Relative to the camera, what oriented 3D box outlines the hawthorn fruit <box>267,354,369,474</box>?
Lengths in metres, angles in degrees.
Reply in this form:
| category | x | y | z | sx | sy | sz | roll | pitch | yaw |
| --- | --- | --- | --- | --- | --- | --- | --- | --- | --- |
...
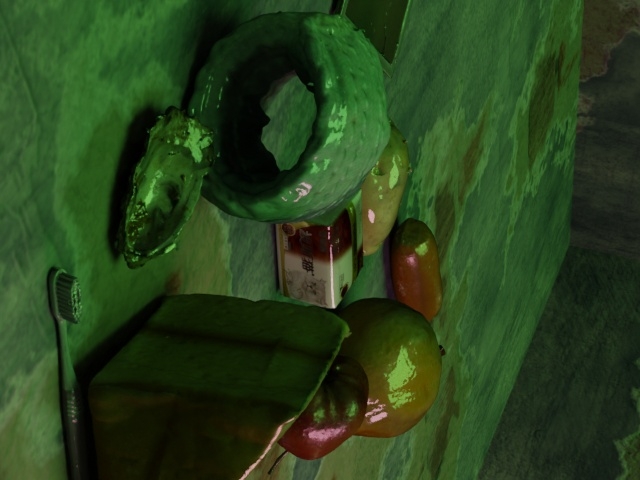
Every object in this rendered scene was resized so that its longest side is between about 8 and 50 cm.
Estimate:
| category | x | y | z | sx | sy | sz | roll | pitch | yaw |
| --- | --- | --- | --- | --- | --- | --- | --- | --- | --- |
| hawthorn fruit | -0.014 | 0.253 | 1.880 | 0.162 | 0.163 | 0.203 | -57 | 169 | -42 |

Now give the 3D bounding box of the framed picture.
| category | x | y | z | sx | sy | sz | roll | pitch | yaw |
| --- | --- | --- | --- | --- | --- | --- | --- | --- | --- |
| framed picture | 0.091 | -0.385 | 1.907 | 0.293 | 0.018 | 0.231 | 27 | 77 | -70 |

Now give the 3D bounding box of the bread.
| category | x | y | z | sx | sy | sz | roll | pitch | yaw |
| --- | --- | --- | --- | --- | --- | --- | --- | --- | --- |
| bread | -0.114 | 0.267 | 1.446 | 0.233 | 0.245 | 0.361 | -56 | 152 | -63 |

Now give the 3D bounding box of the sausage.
| category | x | y | z | sx | sy | sz | roll | pitch | yaw |
| --- | --- | --- | --- | --- | --- | --- | --- | --- | --- |
| sausage | 0.171 | 0.063 | 2.321 | 0.238 | 0.098 | 0.098 | 80 | 31 | -47 |

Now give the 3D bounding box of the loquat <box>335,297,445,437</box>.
| category | x | y | z | sx | sy | sz | roll | pitch | yaw |
| --- | --- | --- | --- | --- | --- | --- | --- | --- | --- |
| loquat | 0.086 | 0.199 | 2.035 | 0.238 | 0.193 | 0.238 | -3 | 94 | -49 |

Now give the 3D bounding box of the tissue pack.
| category | x | y | z | sx | sy | sz | roll | pitch | yaw |
| --- | --- | --- | --- | --- | --- | --- | --- | --- | --- |
| tissue pack | 0.000 | 0.001 | 1.796 | 0.106 | 0.099 | 0.148 | -55 | 152 | -44 |

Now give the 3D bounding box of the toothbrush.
| category | x | y | z | sx | sy | sz | roll | pitch | yaw |
| --- | --- | --- | --- | --- | --- | --- | --- | --- | --- |
| toothbrush | -0.250 | 0.181 | 1.340 | 0.024 | 0.029 | 0.354 | -34 | 136 | -44 |

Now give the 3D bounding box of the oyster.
| category | x | y | z | sx | sy | sz | roll | pitch | yaw |
| --- | --- | --- | --- | --- | --- | --- | --- | --- | --- |
| oyster | -0.169 | -0.054 | 1.367 | 0.105 | 0.056 | 0.177 | 8 | 95 | -59 |

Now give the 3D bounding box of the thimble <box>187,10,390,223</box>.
| category | x | y | z | sx | sy | sz | roll | pitch | yaw |
| --- | --- | --- | --- | --- | --- | --- | --- | --- | --- |
| thimble | -0.037 | -0.140 | 1.449 | 0.250 | 0.205 | 0.172 | -62 | 156 | 10 |

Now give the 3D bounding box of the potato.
| category | x | y | z | sx | sy | sz | roll | pitch | yaw |
| --- | --- | --- | --- | --- | --- | --- | --- | --- | --- |
| potato | 0.067 | -0.085 | 1.863 | 0.161 | 0.128 | 0.234 | -55 | 150 | -77 |
